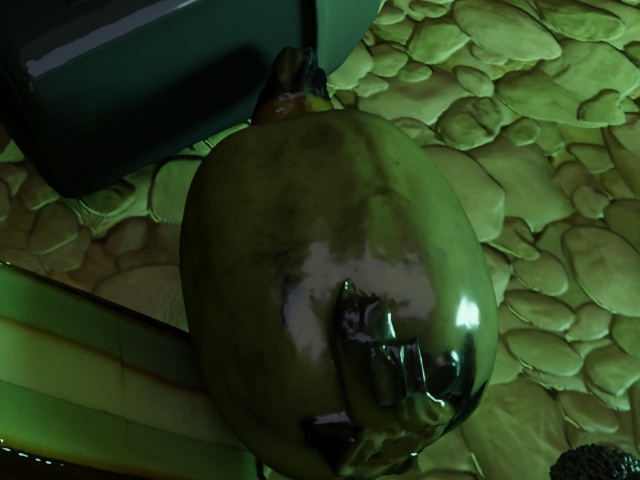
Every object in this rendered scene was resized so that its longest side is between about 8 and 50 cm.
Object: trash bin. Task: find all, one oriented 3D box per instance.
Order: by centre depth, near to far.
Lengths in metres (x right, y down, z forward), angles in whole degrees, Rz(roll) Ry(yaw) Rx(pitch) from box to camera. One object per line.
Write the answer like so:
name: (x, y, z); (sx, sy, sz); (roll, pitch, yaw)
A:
trash bin: (-0.117, -0.178, 0.682); (0.290, 0.182, 0.209); (-31, 64, -21)

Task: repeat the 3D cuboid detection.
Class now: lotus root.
lotus root: (0.000, 0.000, 0.565); (0.182, 0.183, 0.310); (-7, 54, -13)

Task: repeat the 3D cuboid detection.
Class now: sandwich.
sandwich: (-0.110, 0.078, 0.485); (0.144, 0.187, 0.117); (-13, 56, -10)

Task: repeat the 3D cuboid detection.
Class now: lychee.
lychee: (0.173, 0.158, 0.531); (0.067, 0.068, 0.083); (-53, 47, 8)
